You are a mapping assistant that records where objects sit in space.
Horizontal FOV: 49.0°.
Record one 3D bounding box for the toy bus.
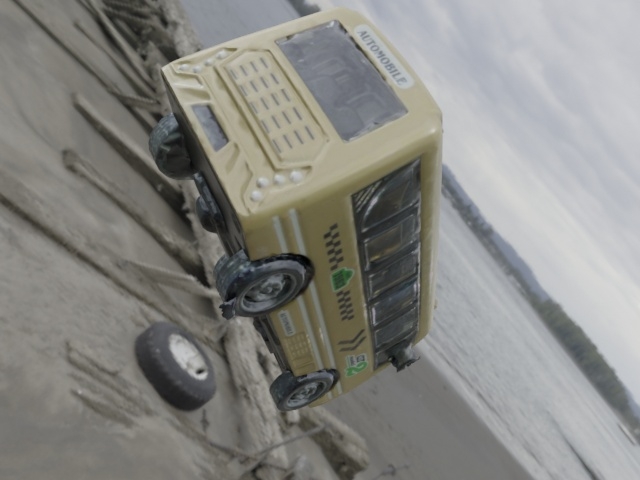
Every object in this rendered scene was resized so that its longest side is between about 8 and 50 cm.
[{"bbox_3d":[0.000,0.000,0.606,0.177,0.202,0.365,59,-10,30],"label":"toy bus"}]
